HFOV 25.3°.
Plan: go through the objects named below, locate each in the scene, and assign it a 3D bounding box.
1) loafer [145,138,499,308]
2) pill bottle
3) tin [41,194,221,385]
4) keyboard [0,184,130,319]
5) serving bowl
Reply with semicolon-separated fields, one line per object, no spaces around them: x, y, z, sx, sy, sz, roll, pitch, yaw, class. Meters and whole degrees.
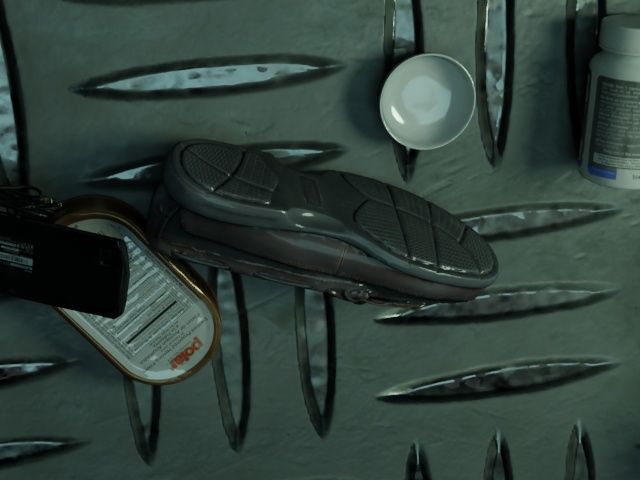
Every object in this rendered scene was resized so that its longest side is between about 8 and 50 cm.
0.000;0.000;1.200;0.303;0.109;0.095;17;127;-19;loafer
0.264;-0.119;1.210;0.078;0.078;0.137;-1;112;-11;pill bottle
-0.164;0.046;1.212;0.106;0.040;0.189;-39;113;10;tin
-0.242;-0.004;1.158;0.192;0.038;0.100;13;115;7;keyboard
0.087;-0.120;1.201;0.083;0.027;0.083;-4;112;-10;serving bowl
